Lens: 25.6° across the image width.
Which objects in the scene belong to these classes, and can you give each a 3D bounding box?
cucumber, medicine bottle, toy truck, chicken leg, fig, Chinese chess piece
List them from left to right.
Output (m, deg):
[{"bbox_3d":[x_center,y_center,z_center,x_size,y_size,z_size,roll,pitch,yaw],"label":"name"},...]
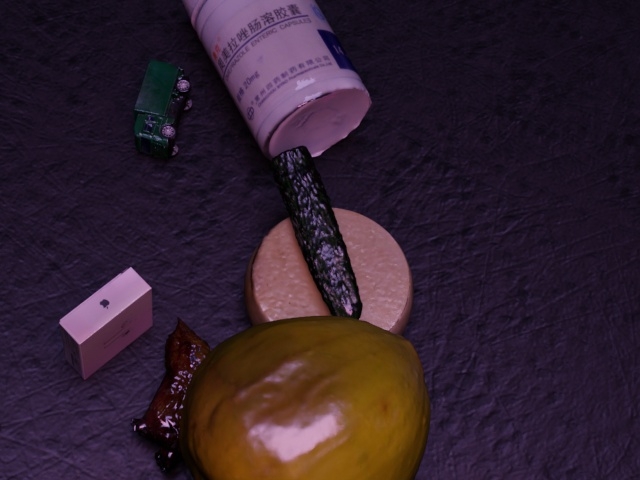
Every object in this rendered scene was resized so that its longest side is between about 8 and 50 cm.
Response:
[{"bbox_3d":[-0.247,-0.202,2.202,0.079,0.065,0.147,10,62,2],"label":"toy truck"},{"bbox_3d":[-0.198,0.218,1.992,0.105,0.063,0.234,20,60,-1],"label":"chicken leg"},{"bbox_3d":[-0.077,-0.305,2.204,0.190,0.190,0.332,-22,68,-17],"label":"medicine bottle"},{"bbox_3d":[-0.009,0.247,1.849,0.343,0.343,0.343,3,62,-5],"label":"fig"},{"bbox_3d":[0.000,0.000,2.016,0.067,0.067,0.294,-15,67,-14],"label":"cucumber"},{"bbox_3d":[0.012,0.074,2.070,0.250,0.097,0.251,2,63,-4],"label":"Chinese chess piece"}]

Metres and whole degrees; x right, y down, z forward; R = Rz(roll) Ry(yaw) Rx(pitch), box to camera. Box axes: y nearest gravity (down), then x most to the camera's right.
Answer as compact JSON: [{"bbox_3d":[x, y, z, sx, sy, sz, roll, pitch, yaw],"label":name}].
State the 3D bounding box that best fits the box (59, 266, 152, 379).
[{"bbox_3d":[-0.302,0.117,1.992,0.129,0.130,0.051,-39,73,-22],"label":"box"}]
